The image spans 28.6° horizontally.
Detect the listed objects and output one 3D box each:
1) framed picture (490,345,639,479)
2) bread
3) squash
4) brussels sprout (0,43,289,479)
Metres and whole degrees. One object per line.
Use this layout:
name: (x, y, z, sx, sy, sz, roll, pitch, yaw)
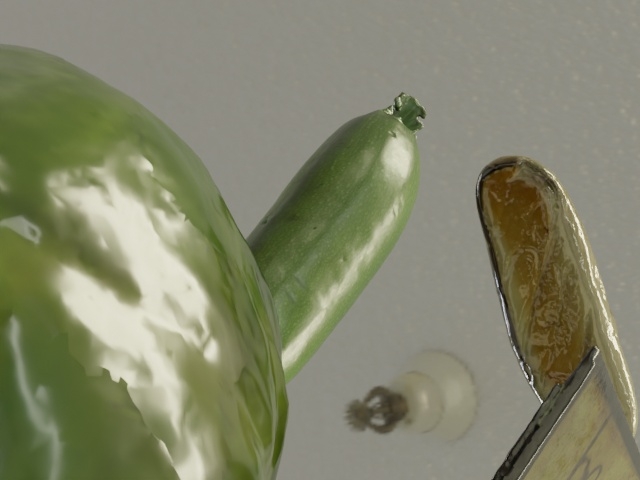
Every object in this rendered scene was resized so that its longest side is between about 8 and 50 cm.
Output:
framed picture: (0.082, 0.197, 0.623, 0.014, 0.338, 0.255, 33, -97, 24)
bread: (0.160, 0.043, 0.856, 0.073, 0.053, 0.214, -19, -89, 22)
squash: (0.000, 0.000, 0.962, 0.101, 0.378, 0.101, 16, -48, 18)
brussels sprout: (-0.161, 0.111, 0.444, 0.282, 0.289, 0.354, 8, -63, 5)
